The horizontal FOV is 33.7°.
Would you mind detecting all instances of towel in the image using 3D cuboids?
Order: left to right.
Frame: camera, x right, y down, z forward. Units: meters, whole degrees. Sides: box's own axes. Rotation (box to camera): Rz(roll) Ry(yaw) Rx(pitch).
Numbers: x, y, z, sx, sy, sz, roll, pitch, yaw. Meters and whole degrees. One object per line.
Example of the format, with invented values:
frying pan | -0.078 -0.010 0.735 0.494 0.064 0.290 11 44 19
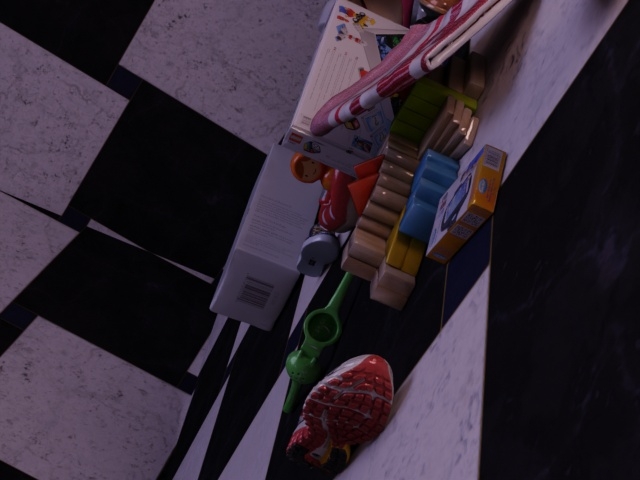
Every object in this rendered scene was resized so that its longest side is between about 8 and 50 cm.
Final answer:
towel | 0.127 -0.245 1.344 0.237 0.037 0.329 -44 10 -22

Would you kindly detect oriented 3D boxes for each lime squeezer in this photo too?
lime squeezer | 0.002 0.151 1.586 0.110 0.059 0.310 -13 -50 -61

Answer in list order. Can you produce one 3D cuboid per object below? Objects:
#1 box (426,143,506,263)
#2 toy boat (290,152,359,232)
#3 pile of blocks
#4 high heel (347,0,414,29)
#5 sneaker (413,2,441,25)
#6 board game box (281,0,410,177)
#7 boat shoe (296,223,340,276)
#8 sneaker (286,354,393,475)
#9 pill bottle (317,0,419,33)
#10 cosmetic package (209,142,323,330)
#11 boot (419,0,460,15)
box | 0.151 -0.034 1.126 0.136 0.028 0.081 127 164 -56
toy boat | 0.021 -0.108 1.772 0.231 0.151 0.151 145 147 -76
pile of blocks | 0.106 -0.098 1.306 0.149 0.113 0.362 127 163 -63
high heel | 0.087 -0.351 1.740 0.377 0.127 0.181 69 -148 -42
sneaker | 0.184 -0.354 1.792 0.152 0.054 0.061 -73 -6 -54
board game box | 0.072 -0.226 1.613 0.053 0.193 0.305 123 168 -51
boat shoe | 0.000 0.000 1.925 0.183 0.065 0.083 129 161 -67
sneaker | 0.021 0.178 1.177 0.225 0.088 0.092 123 168 -53
pill bottle | 0.140 -0.545 2.048 0.204 0.204 0.361 166 126 -81
cosmetic package | -0.109 -0.013 2.391 0.385 0.156 0.217 -77 11 -49
boot | 0.222 -0.448 1.704 0.152 0.073 0.197 -58 13 29
